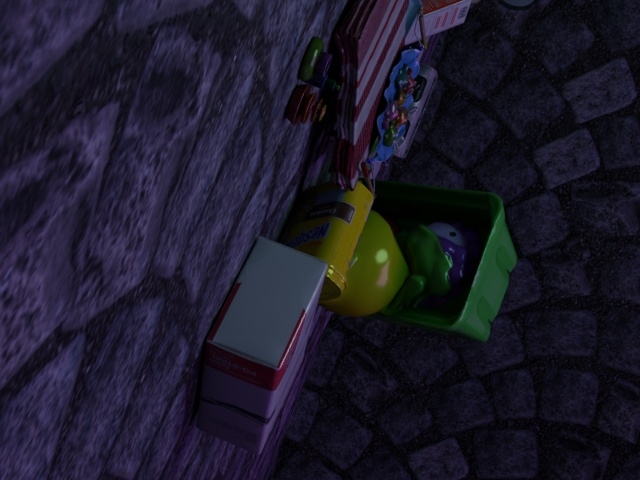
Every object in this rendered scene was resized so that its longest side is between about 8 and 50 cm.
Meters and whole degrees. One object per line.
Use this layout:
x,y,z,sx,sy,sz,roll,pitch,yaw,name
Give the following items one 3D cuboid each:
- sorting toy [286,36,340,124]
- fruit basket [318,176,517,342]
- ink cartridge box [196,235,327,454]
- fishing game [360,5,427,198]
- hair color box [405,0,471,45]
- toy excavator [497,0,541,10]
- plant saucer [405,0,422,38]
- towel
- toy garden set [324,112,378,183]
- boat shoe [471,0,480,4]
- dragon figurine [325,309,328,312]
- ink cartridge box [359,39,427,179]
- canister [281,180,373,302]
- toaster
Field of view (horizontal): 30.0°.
-0.003,-0.172,1.324,0.061,0.042,0.102,-57,168,-67,sorting toy
0.097,0.018,1.965,0.392,0.392,0.283,96,16,-73,fruit basket
-0.078,0.139,1.529,0.237,0.100,0.172,104,9,-54,ink cartridge box
0.120,-0.193,1.754,0.189,0.041,0.264,70,39,-70,fishing game
0.171,-0.365,1.936,0.141,0.043,0.072,-23,158,-18,hair color box
0.401,-0.706,2.166,0.445,0.433,0.222,-32,-156,46,toy excavator
0.103,-0.314,1.834,0.067,0.018,0.192,51,54,-42,plant saucer
0.071,-0.246,1.614,0.329,0.037,0.237,91,20,-57,towel
0.049,-0.142,1.877,0.244,0.049,0.204,-40,152,-64,toy garden set
0.256,-0.486,2.091,0.324,0.122,0.120,-22,128,-54,boat shoe
0.033,0.090,2.669,0.085,0.144,0.289,-69,-165,-16,dragon figurine
0.123,-0.258,2.253,0.165,0.065,0.333,-58,171,-64,ink cartridge box
0.000,0.000,1.714,0.126,0.073,0.170,-13,-136,43,canister
0.123,-0.233,2.068,0.185,0.110,0.168,-28,140,-83,toaster
